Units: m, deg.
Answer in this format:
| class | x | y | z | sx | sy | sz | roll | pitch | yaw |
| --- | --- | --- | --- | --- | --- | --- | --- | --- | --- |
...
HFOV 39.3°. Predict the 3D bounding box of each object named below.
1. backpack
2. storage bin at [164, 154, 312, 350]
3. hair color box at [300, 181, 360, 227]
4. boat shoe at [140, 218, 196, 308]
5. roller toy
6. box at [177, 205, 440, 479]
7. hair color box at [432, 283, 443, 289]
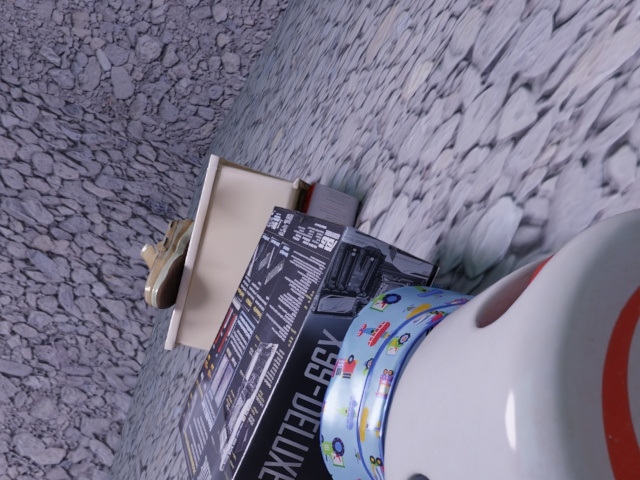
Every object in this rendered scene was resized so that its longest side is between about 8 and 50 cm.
| class | x | y | z | sx | sy | sz | roll | pitch | yaw |
| --- | --- | --- | --- | --- | --- | --- | --- | --- | --- |
| backpack | 0.095 | 0.105 | 0.530 | 0.117 | 0.173 | 0.158 | 166 | 124 | -73 |
| storage bin | -0.105 | 0.027 | 1.291 | 0.260 | 0.123 | 0.262 | -9 | -68 | -86 |
| hair color box | 0.000 | 0.000 | 1.219 | 0.043 | 0.072 | 0.141 | 143 | 146 | -65 |
| boat shoe | -0.212 | 0.029 | 1.222 | 0.190 | 0.072 | 0.068 | -68 | -9 | -62 |
| roller toy | 0.132 | 0.092 | 0.380 | 0.146 | 0.191 | 0.209 | 135 | 152 | -59 |
| box | -0.031 | 0.099 | 0.752 | 0.242 | 0.077 | 0.307 | -66 | 13 | -1 |
| hair color box | -0.006 | 0.143 | 0.980 | 0.347 | 0.105 | 0.173 | 146 | 142 | -65 |
